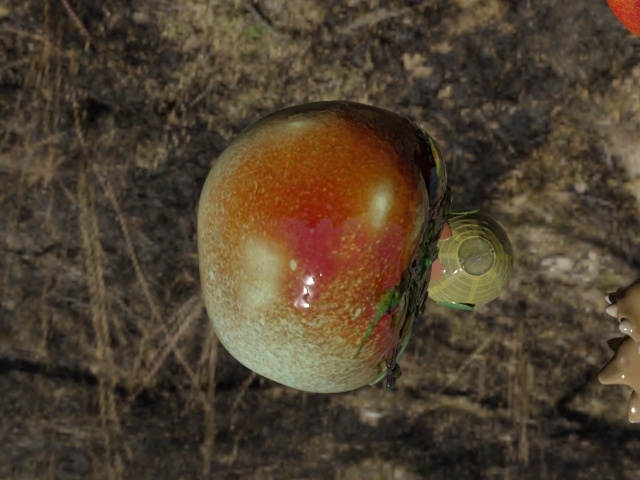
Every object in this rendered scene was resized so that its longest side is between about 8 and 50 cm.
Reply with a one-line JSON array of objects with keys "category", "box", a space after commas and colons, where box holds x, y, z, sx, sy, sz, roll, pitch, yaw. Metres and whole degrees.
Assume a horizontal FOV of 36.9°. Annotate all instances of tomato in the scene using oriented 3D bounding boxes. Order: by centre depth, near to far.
[{"category": "tomato", "box": [0.000, 0.000, 1.008, 0.239, 0.303, 0.303, 13, 162, 14]}]

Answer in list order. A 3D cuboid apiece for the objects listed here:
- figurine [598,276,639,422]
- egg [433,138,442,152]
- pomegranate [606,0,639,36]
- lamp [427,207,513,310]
[{"category": "figurine", "box": [0.502, 0.142, 1.446, 0.173, 0.177, 0.247, 16, 141, -33]}, {"category": "egg", "box": [0.187, -0.161, 1.806, 0.080, 0.080, 0.096, 16, 167, -25]}, {"category": "pomegranate", "box": [0.572, -0.446, 1.604, 0.210, 0.235, 0.210, -10, 133, -11]}, {"category": "lamp", "box": [0.340, 0.045, 2.340, 0.250, 0.250, 0.284, 8, 175, -5]}]
